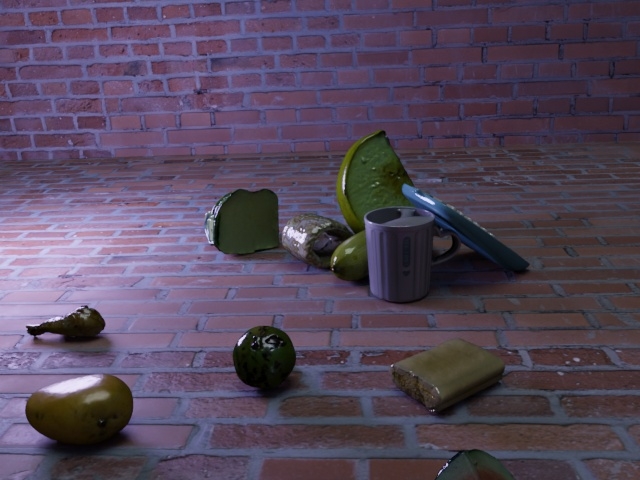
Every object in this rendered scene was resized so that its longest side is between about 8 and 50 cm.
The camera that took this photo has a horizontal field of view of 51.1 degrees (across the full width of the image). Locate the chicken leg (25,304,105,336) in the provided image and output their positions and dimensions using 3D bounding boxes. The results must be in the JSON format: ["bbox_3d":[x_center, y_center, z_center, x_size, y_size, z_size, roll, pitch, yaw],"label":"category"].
[{"bbox_3d":[-0.573,0.189,1.510,0.178,0.070,0.093,-12,12,4],"label":"chicken leg"}]

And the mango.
[{"bbox_3d":[-0.413,0.287,1.145,0.195,0.098,0.137,-3,20,24],"label":"mango"}]

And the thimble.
[{"bbox_3d":[0.000,0.000,1.867,0.190,0.138,0.143,2,11,-37],"label":"thimble"}]

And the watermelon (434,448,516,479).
[{"bbox_3d":[0.211,0.385,0.852,0.207,0.136,0.202,16,45,-37],"label":"watermelon"}]

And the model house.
[{"bbox_3d":[-0.258,-0.068,2.033,0.214,0.195,0.189,-10,12,-28],"label":"model house"}]

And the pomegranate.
[{"bbox_3d":[-0.101,0.226,1.279,0.122,0.122,0.161,3,-18,17],"label":"pomegranate"}]

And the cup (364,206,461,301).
[{"bbox_3d":[0.217,0.035,1.623,0.221,0.202,0.167,6,21,23],"label":"cup"}]

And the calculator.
[{"bbox_3d":[0.363,-0.037,1.729,0.386,0.054,0.256,34,3,-34],"label":"calculator"}]

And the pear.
[{"bbox_3d":[0.168,-0.119,1.979,0.238,0.343,0.318,-30,0,-3],"label":"pear"}]

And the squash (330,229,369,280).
[{"bbox_3d":[0.094,0.043,1.750,0.123,0.123,0.186,12,23,36],"label":"squash"}]

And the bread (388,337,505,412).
[{"bbox_3d":[0.234,0.243,1.230,0.178,0.060,0.139,-15,23,-33],"label":"bread"}]

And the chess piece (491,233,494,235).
[{"bbox_3d":[0.463,-0.005,1.974,0.092,0.035,0.035,2,19,26],"label":"chess piece"}]
